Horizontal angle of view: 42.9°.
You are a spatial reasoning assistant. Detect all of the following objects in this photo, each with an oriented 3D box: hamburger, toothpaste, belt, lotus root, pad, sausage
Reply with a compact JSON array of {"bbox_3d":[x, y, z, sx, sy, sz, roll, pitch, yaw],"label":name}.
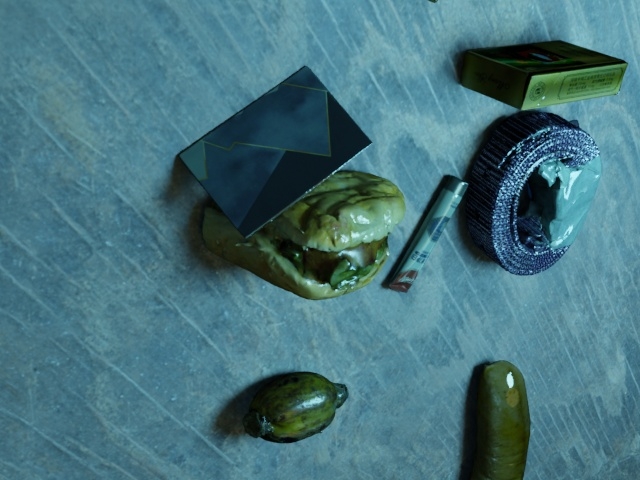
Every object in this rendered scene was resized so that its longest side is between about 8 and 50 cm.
[{"bbox_3d":[0.002,-0.001,1.262,0.329,0.209,0.162,-5,117,-31],"label":"hamburger"},{"bbox_3d":[0.199,-0.009,1.508,0.062,0.039,0.239,16,107,-47],"label":"toothpaste"},{"bbox_3d":[0.407,-0.084,1.556,0.260,0.122,0.325,-18,125,-21],"label":"belt"},{"bbox_3d":[-0.042,0.294,1.460,0.209,0.120,0.120,-13,122,-30],"label":"lotus root"},{"bbox_3d":[-0.064,-0.134,1.193,0.243,0.164,0.004,-38,169,-12],"label":"pad"},{"bbox_3d":[0.410,0.481,1.876,0.136,0.123,0.501,0,119,-2],"label":"sausage"}]

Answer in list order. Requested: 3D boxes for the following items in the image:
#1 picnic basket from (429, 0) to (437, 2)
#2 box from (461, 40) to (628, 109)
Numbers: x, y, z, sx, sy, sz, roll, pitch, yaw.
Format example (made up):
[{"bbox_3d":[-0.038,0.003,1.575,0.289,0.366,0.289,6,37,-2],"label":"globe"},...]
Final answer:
[{"bbox_3d":[0.167,-0.407,1.165,0.137,0.178,0.128,28,98,-41],"label":"picnic basket"},{"bbox_3d":[0.383,-0.287,1.399,0.240,0.159,0.071,-14,124,-30],"label":"box"}]
